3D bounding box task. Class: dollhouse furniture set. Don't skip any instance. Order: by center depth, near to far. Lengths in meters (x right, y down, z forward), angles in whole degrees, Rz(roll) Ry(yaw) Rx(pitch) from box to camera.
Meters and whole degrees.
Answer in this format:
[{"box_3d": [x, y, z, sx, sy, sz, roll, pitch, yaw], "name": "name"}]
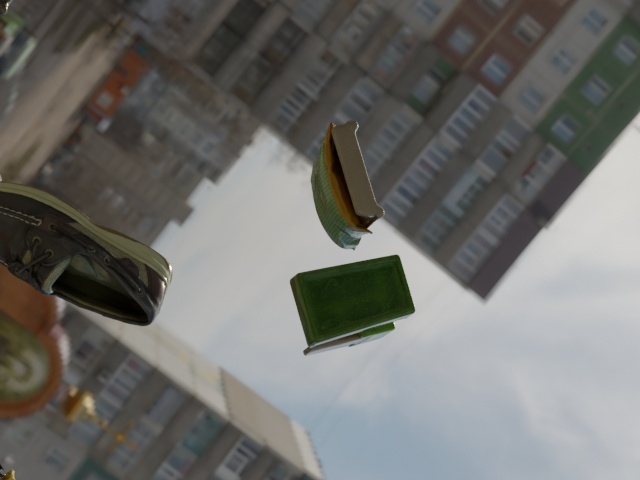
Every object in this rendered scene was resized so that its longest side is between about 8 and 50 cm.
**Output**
[{"box_3d": [0.000, 0.000, 1.816, 0.151, 0.302, 0.197, -13, 169, -16], "name": "dollhouse furniture set"}]

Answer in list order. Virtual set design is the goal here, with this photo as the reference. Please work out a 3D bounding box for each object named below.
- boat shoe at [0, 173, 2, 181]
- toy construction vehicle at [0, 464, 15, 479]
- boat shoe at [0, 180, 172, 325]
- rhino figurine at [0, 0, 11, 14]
[{"box_3d": [-0.484, 0.013, 1.417, 0.335, 0.112, 0.095, -44, 172, -42], "name": "boat shoe"}, {"box_3d": [-0.366, 0.290, 1.424, 0.086, 0.098, 0.035, -38, -168, 12], "name": "toy construction vehicle"}, {"box_3d": [-0.245, 0.015, 1.195, 0.080, 0.223, 0.073, -55, -160, 33], "name": "boat shoe"}, {"box_3d": [-0.448, -0.366, 1.544, 0.106, 0.243, 0.073, -57, 159, -17], "name": "rhino figurine"}]
